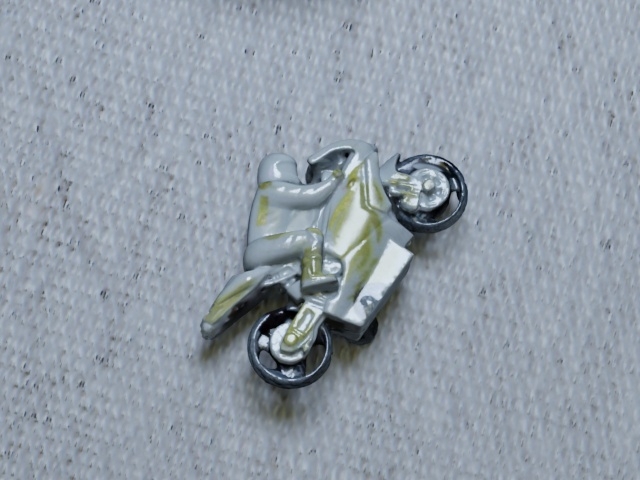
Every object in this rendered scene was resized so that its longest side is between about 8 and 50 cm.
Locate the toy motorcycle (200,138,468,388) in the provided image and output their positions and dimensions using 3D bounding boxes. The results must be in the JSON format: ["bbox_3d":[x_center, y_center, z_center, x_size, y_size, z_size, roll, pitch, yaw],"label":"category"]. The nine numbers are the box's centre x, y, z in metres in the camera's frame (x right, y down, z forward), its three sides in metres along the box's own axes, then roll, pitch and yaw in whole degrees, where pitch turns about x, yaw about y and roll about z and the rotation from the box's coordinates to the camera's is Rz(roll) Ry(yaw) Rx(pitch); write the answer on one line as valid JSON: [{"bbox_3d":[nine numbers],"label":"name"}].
[{"bbox_3d":[0.000,0.000,1.468,0.151,0.074,0.229,39,75,9],"label":"toy motorcycle"}]
